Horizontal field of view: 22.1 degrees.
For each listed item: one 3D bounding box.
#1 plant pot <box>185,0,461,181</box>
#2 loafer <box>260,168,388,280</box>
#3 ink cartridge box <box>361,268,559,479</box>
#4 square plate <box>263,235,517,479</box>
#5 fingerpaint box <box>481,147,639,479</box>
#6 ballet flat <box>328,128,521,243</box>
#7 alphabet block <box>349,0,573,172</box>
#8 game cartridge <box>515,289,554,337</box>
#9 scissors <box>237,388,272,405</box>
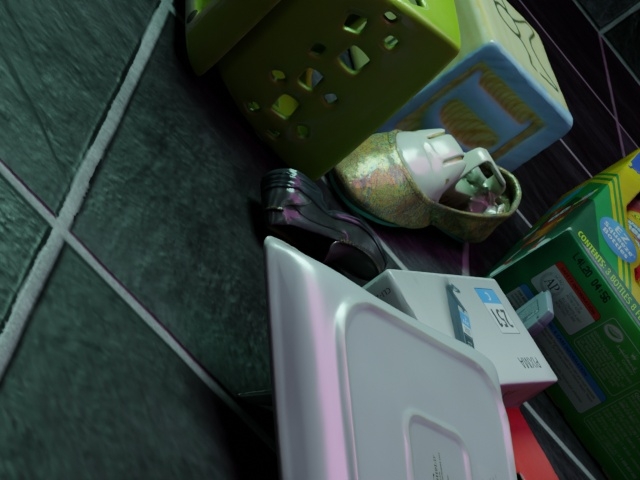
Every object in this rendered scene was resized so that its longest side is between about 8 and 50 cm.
[{"bbox_3d":[-0.012,-0.239,1.681,0.207,0.228,0.227,37,27,-27],"label":"plant pot"},{"bbox_3d":[0.000,0.000,1.579,0.170,0.062,0.061,36,50,-34],"label":"loafer"},{"bbox_3d":[0.169,0.158,1.678,0.261,0.066,0.296,60,21,17],"label":"ink cartridge box"},{"bbox_3d":[0.081,0.197,1.337,0.344,0.049,0.347,30,47,-48],"label":"square plate"},{"bbox_3d":[0.436,0.138,2.056,0.445,0.163,0.371,55,32,-1],"label":"fingerpaint box"},{"bbox_3d":[0.133,-0.073,1.881,0.348,0.123,0.123,16,43,-59],"label":"ballet flat"},{"bbox_3d":[0.172,-0.199,2.051,0.192,0.193,0.197,41,24,-35],"label":"alphabet block"},{"bbox_3d":[0.233,0.096,1.884,0.017,0.083,0.056,44,24,-15],"label":"game cartridge"},{"bbox_3d":[0.037,0.129,1.424,0.297,0.021,0.109,25,64,-41],"label":"scissors"}]
